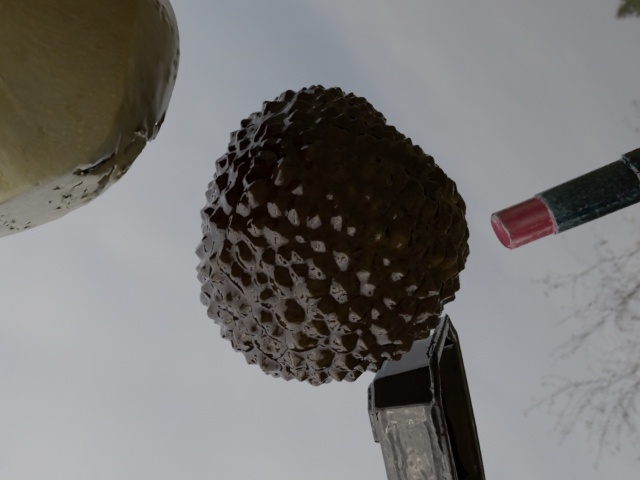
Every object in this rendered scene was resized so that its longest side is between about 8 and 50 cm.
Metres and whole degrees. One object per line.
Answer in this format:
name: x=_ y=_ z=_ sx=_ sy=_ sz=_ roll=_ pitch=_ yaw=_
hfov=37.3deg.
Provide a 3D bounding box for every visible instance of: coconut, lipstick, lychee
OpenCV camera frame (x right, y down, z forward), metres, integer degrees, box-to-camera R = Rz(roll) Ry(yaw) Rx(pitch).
coconut: x=-0.285 y=-0.160 z=0.740 sx=0.352 sy=0.353 sz=0.352 roll=41 pitch=-153 yaw=-26
lipstick: x=0.228 y=-0.051 z=0.659 sx=0.053 sy=0.234 sz=0.053 roll=55 pitch=-157 yaw=-36
lychee: x=0.000 y=0.000 z=0.874 sx=0.267 sy=0.267 sz=0.267 roll=41 pitch=-153 yaw=-26

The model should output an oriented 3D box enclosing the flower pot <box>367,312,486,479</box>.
flower pot: x=0.110 y=0.214 z=0.977 sx=0.179 sy=0.084 sz=0.250 roll=-50 pitch=-51 yaw=-69
